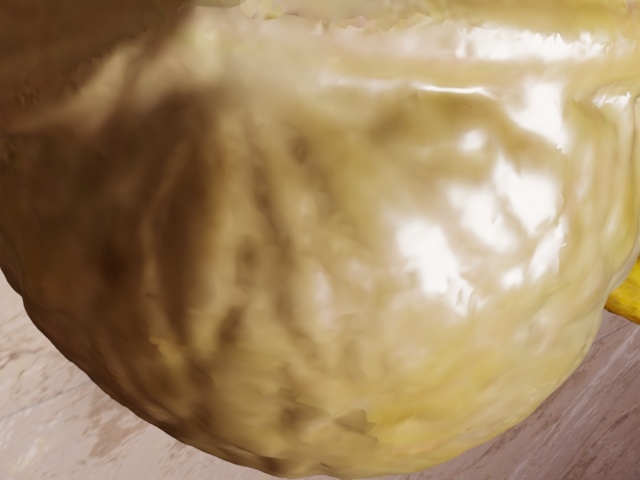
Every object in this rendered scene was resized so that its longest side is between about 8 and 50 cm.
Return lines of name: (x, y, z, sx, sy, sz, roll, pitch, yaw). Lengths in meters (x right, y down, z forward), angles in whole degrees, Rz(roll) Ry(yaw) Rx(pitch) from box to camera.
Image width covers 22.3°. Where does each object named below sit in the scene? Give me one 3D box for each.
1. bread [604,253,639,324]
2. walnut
bread: (0.167, -0.104, 0.915, 0.179, 0.340, 0.194, -3, 160, -8)
walnut: (-0.003, -0.063, 0.612, 0.333, 0.333, 0.333, -36, 157, -18)
